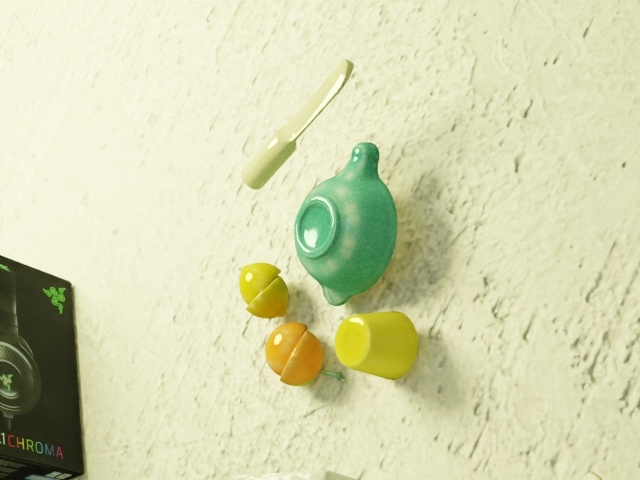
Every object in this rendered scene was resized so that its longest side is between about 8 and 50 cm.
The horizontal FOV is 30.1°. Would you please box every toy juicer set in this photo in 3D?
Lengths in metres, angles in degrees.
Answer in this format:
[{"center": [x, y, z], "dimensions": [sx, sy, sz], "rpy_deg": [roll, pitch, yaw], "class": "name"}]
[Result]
[{"center": [0.000, 0.000, 1.268], "dimensions": [0.209, 0.089, 0.329], "rpy_deg": [-23, 67, 43], "class": "toy juicer set"}]

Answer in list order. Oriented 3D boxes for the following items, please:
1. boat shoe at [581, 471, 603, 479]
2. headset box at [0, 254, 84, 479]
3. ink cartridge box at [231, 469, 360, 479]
[{"center": [0.238, 0.239, 0.982], "dimensions": [0.277, 0.098, 0.096], "rpy_deg": [-26, 57, 16], "class": "boat shoe"}, {"center": [-0.418, 0.144, 1.413], "dimensions": [0.131, 0.246, 0.283], "rpy_deg": [-27, 57, 27], "class": "headset box"}, {"center": [0.012, 0.353, 1.030], "dimensions": [0.117, 0.201, 0.278], "rpy_deg": [-14, 63, 31], "class": "ink cartridge box"}]
